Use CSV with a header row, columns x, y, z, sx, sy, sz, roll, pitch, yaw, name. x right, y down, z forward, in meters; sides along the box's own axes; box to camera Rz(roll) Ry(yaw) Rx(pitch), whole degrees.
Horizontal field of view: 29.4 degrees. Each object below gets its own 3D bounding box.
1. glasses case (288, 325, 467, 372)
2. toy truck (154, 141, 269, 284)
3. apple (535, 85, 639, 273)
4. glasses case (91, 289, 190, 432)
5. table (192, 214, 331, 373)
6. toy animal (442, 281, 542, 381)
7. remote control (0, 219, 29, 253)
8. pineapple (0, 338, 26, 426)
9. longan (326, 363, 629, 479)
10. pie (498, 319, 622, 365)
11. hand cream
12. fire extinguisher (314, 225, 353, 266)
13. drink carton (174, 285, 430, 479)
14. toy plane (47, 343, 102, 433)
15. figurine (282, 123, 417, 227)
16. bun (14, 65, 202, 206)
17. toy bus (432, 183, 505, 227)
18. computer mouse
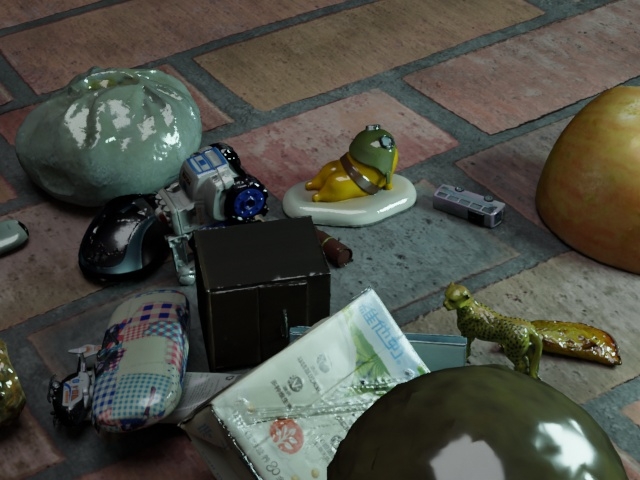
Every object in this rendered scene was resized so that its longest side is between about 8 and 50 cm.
x,y,z,sx,sy,sz,roll,pitch,yaw,name
0.085,0.186,1.846,0.266,0.105,0.056,3,11,5,glasses case
-0.188,-0.045,2.048,0.177,0.213,0.161,-20,39,-17,toy truck
0.540,-0.111,2.154,0.309,0.314,0.252,31,3,27,apple
-0.260,0.171,1.806,0.125,0.076,0.327,-15,28,6,glasses case
-0.091,0.085,1.908,0.193,0.169,0.172,-7,37,-10,table
0.271,0.145,1.847,0.181,0.136,0.073,24,43,28,toy animal
-0.635,0.010,2.121,0.256,0.045,0.097,-17,40,-25,remote control
-0.578,0.244,1.723,0.310,0.141,0.170,-22,5,-21,pineapple
0.170,0.336,1.385,0.391,0.391,0.391,-1,37,0,longan
0.380,0.151,1.925,0.191,0.033,0.088,7,32,9,pie
-0.220,0.233,1.810,0.336,0.076,0.121,1,31,13,hand cream
0.000,0.000,2.127,0.132,0.039,0.056,33,16,38,fire extinguisher
-0.010,0.234,1.675,0.324,0.132,0.194,-33,88,-35,drink carton
-0.356,0.216,1.805,0.078,0.053,0.197,-6,32,-1,toy plane
0.053,-0.125,2.209,0.250,0.141,0.166,-13,40,-15,figurine
-0.397,-0.209,2.285,0.354,0.194,0.354,-1,35,1,bun
0.268,-0.063,2.207,0.130,0.037,0.052,21,44,28,toy bus
-0.327,-0.021,2.113,0.137,0.096,0.233,14,41,20,computer mouse
